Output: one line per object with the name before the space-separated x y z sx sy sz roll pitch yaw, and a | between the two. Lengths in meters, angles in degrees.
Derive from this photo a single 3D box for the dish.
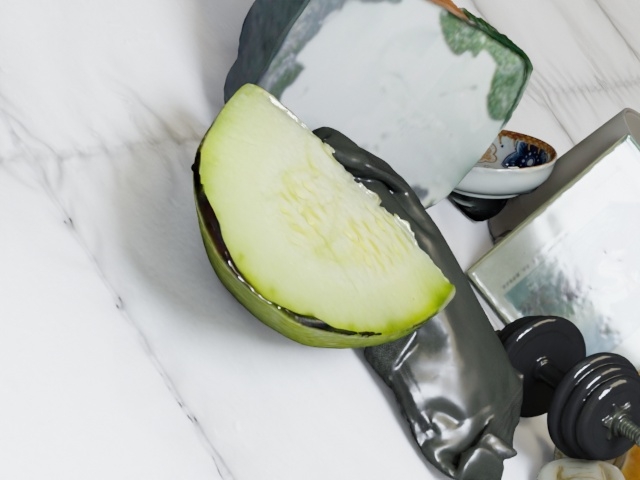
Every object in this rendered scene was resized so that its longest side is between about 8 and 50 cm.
dish | 0.162 -0.057 1.646 0.141 0.078 0.141 3 21 -1

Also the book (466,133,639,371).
book | 0.304 0.071 1.573 0.283 0.215 0.025 48 -2 0

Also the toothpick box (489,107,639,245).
toothpick box | 0.269 -0.038 1.666 0.111 0.180 0.111 39 27 -25

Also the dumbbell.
dumbbell | 0.210 0.124 1.421 0.099 0.099 0.208 30 4 -37

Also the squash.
squash | 0.000 0.000 1.203 0.237 0.155 0.204 44 63 -6

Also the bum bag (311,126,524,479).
bum bag | 0.072 0.051 1.360 0.142 0.079 0.326 -18 79 -53

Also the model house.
model house | 0.005 -0.199 1.506 0.271 0.190 0.301 20 24 -40

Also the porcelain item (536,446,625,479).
porcelain item | 0.218 0.221 1.388 0.084 0.054 0.213 4 24 1

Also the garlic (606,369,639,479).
garlic | 0.349 0.245 1.484 0.228 0.110 0.217 22 49 4
